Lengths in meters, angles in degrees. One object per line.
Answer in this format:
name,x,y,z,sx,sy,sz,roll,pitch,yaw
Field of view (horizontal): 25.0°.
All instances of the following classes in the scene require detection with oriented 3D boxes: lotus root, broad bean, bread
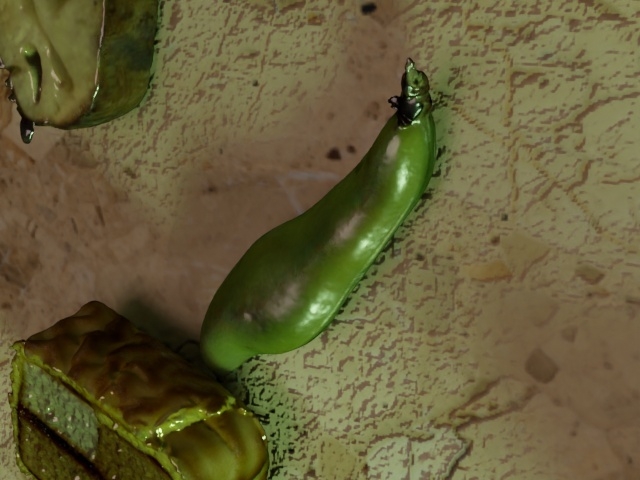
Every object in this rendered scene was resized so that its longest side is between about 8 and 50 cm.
lotus root,-0.203,-0.211,1.084,0.170,0.074,0.260,-21,86,40
broad bean,0.005,-0.002,0.978,0.075,0.067,0.325,33,125,-9
bread,-0.143,0.152,1.100,0.222,0.096,0.181,32,134,30
